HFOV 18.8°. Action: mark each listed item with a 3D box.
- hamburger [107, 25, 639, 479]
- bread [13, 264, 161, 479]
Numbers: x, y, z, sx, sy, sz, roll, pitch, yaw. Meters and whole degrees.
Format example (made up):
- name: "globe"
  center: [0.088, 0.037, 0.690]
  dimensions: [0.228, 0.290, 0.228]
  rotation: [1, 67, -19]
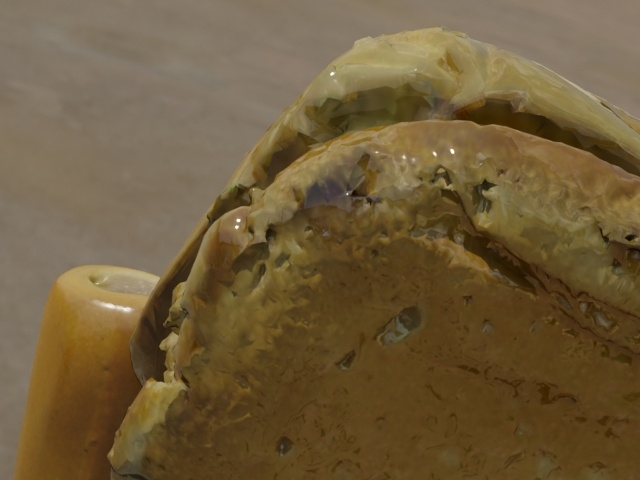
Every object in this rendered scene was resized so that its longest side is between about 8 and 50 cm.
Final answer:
- name: "hamburger"
  center: [0.063, 0.075, 0.823]
  dimensions: [0.318, 0.319, 0.158]
  rotation: [17, 28, 3]
- name: "bread"
  center: [-0.125, 0.134, 1.051]
  dimensions: [0.092, 0.239, 0.074]
  rotation: [16, 15, 13]
